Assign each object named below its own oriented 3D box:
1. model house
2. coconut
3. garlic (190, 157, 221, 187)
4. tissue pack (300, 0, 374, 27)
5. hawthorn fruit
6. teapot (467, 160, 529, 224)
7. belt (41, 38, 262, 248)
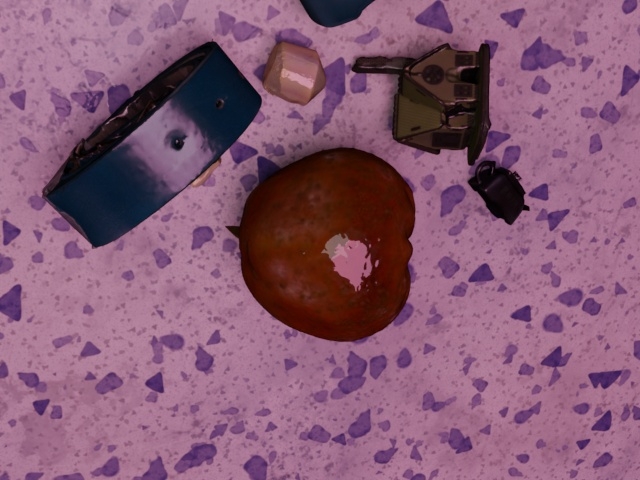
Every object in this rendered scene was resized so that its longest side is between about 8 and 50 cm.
[{"bbox_3d":[0.200,-0.282,1.703,0.279,0.205,0.218,2,74,3],"label":"model house"},{"bbox_3d":[-0.047,-0.332,1.651,0.122,0.116,0.116,16,107,-15],"label":"coconut"},{"bbox_3d":[-0.240,-0.150,1.706,0.083,0.053,0.041,-41,117,13],"label":"garlic"},{"bbox_3d":[0.081,-0.546,1.551,0.287,0.198,0.206,-24,117,-2],"label":"tissue pack"},{"bbox_3d":[0.000,0.000,1.671,0.403,0.403,0.402,-5,112,-13],"label":"hawthorn fruit"},{"bbox_3d":[0.417,-0.117,1.875,0.096,0.087,0.177,-44,115,0],"label":"teapot"},{"bbox_3d":[-0.315,-0.178,1.541,0.436,0.300,0.173,-36,114,5],"label":"belt"}]
